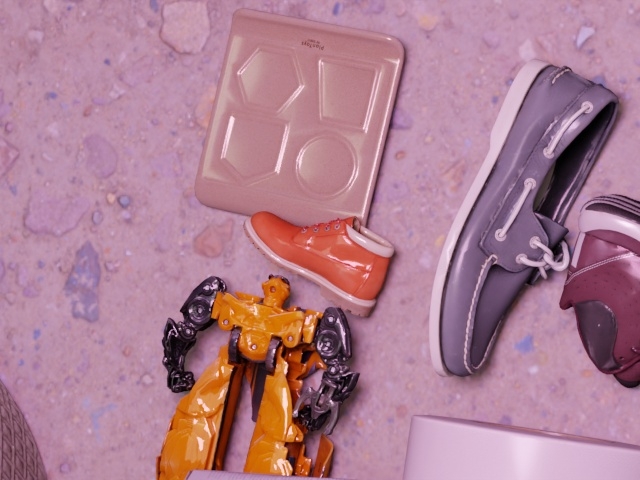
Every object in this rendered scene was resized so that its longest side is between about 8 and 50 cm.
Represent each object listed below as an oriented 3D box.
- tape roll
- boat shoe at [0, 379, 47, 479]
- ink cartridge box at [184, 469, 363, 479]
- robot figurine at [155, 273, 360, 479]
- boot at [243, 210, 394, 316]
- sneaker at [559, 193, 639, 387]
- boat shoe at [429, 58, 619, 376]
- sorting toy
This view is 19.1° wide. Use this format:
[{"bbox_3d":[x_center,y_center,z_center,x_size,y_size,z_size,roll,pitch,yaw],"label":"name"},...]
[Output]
[{"bbox_3d":[0.189,0.255,1.706,0.246,0.246,0.169,7,87,21],"label":"tape roll"},{"bbox_3d":[-0.348,0.340,1.928,0.156,0.187,0.500,-18,83,11],"label":"boat shoe"},{"bbox_3d":[-0.018,0.332,1.815,0.224,0.045,0.223,2,108,10],"label":"ink cartridge box"},{"bbox_3d":[-0.071,0.177,1.895,0.211,0.085,0.291,14,90,20],"label":"robot figurine"},{"bbox_3d":[0.000,0.000,1.895,0.158,0.059,0.085,30,111,13],"label":"boot"},{"bbox_3d":[0.350,0.080,1.758,0.281,0.106,0.163,26,107,22],"label":"sneaker"},{"bbox_3d":[0.192,-0.013,1.805,0.099,0.116,0.320,18,85,25],"label":"boat shoe"},{"bbox_3d":[-0.021,-0.120,1.939,0.193,0.038,0.208,13,93,21],"label":"sorting toy"}]
